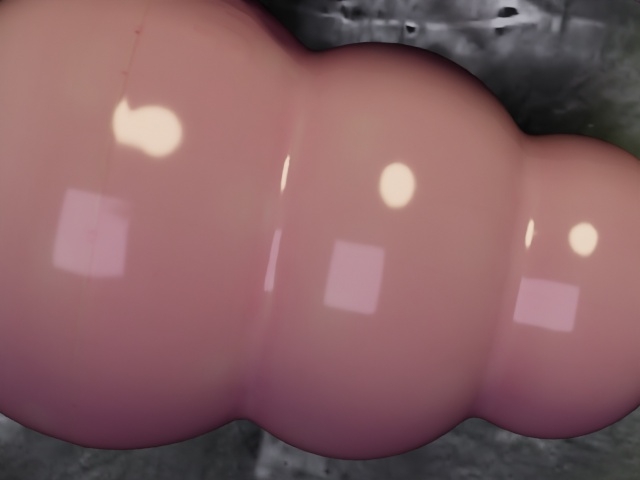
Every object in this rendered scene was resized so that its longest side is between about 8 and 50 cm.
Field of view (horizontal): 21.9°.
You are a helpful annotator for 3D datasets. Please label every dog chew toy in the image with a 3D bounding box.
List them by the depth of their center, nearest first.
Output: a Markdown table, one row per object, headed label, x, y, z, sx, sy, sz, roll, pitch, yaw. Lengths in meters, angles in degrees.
| label | x | y | z | sx | sy | sz | roll | pitch | yaw |
| --- | --- | --- | --- | --- | --- | --- | --- | --- | --- |
| dog chew toy | 0.000 | 0.000 | 0.701 | 0.331 | 0.206 | 0.207 | 10 | 106 | 0 |

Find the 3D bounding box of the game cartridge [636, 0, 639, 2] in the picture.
| label | x | y | z | sx | sy | sz | roll | pitch | yaw |
| --- | --- | --- | --- | --- | --- | --- | --- | --- | --- |
| game cartridge | 0.022 | -0.241 | 0.611 | 0.355 | 0.068 | 0.230 | 23 | 75 | -8 |
